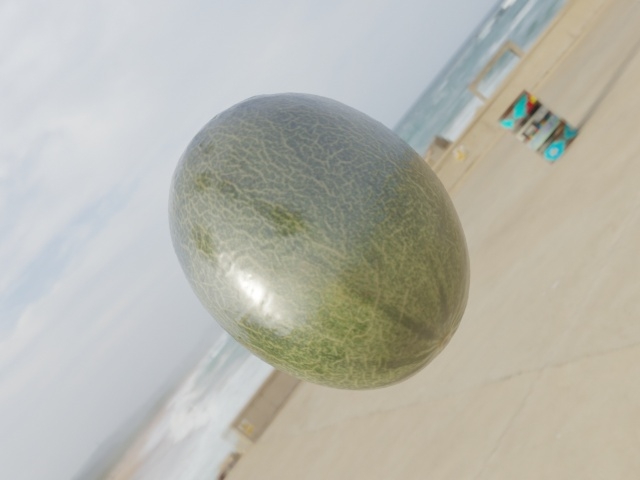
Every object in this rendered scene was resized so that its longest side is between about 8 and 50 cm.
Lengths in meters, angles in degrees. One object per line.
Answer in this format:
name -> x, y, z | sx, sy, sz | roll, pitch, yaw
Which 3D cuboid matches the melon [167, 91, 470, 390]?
melon -> 0.000, 0.000, 0.782 | 0.237, 0.301, 0.237 | -35, -30, -24
